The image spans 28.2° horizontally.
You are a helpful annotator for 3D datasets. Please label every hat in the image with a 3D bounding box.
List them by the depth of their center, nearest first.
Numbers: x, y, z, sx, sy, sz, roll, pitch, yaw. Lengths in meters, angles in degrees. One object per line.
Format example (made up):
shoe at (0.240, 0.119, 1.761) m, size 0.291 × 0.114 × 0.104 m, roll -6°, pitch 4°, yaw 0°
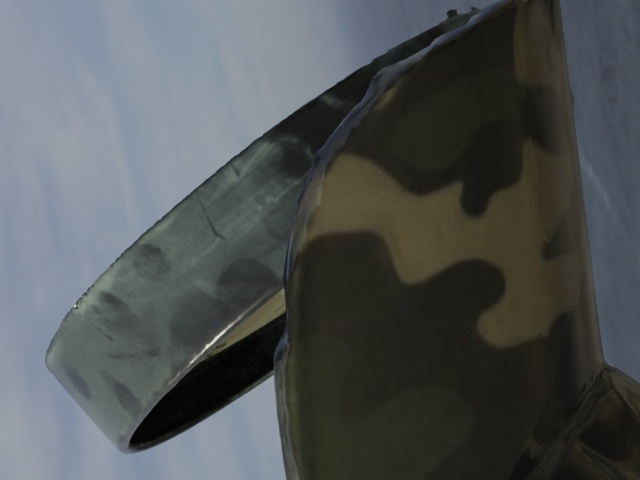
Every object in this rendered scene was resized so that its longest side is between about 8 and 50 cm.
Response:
hat at (0.136, 0.098, 0.545) m, size 0.366 × 0.257 × 0.381 m, roll -41°, pitch -37°, yaw -58°

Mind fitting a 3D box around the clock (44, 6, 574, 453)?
clock at (0.000, 0.000, 0.837) m, size 0.076 × 0.386 × 0.386 m, roll 52°, pitch 179°, yaw 9°
